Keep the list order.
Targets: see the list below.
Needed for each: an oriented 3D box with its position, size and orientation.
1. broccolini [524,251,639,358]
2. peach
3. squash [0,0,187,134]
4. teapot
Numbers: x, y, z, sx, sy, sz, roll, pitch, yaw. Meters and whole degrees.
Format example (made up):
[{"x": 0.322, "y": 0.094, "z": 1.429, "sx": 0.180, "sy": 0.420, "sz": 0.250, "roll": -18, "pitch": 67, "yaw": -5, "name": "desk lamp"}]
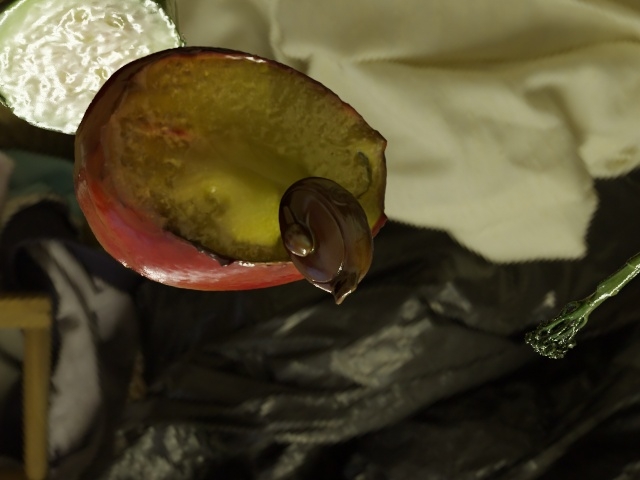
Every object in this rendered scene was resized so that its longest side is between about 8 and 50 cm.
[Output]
[{"x": 0.259, "y": 0.046, "z": 1.210, "sx": 0.044, "sy": 0.042, "sz": 0.218, "roll": -35, "pitch": 166, "yaw": -40, "name": "broccolini"}, {"x": -0.091, "y": -0.070, "z": 1.393, "sx": 0.281, "sy": 0.338, "sz": 0.281, "roll": -25, "pitch": 119, "yaw": -58, "name": "peach"}, {"x": -0.323, "y": -0.340, "z": 1.731, "sx": 0.263, "sy": 0.384, "sz": 0.263, "roll": -7, "pitch": 133, "yaw": -7, "name": "squash"}, {"x": 0.000, "y": 0.000, "z": 1.266, "sx": 0.078, "sy": 0.129, "sz": 0.098, "roll": -13, "pitch": 158, "yaw": -46, "name": "teapot"}]
